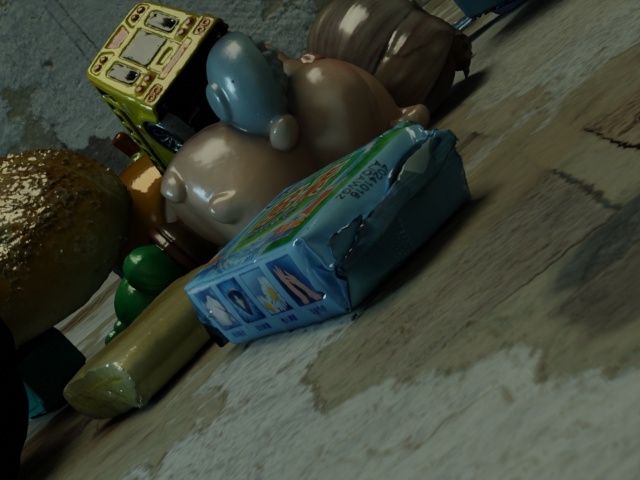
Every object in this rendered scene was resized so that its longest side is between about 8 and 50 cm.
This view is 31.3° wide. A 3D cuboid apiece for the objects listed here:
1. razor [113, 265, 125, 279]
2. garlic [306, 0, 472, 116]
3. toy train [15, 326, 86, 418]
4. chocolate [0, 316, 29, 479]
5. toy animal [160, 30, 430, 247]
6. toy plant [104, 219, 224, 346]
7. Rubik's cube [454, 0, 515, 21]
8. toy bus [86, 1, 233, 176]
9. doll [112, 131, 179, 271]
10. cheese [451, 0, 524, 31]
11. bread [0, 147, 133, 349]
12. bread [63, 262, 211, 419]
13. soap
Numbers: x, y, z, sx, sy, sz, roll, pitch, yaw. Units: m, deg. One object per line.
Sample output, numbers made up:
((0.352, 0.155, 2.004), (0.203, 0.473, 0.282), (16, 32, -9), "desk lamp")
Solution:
((-0.182, -0.050, 1.792), (0.349, 0.113, 0.204), (-42, 7, -12), "razor")
((0.083, -0.186, 1.378), (0.207, 0.207, 0.256), (-48, -23, -44), "garlic")
((-0.397, 0.159, 1.510), (0.107, 0.154, 0.198), (-49, 11, -30), "toy train")
((-0.478, 0.164, 1.146), (0.331, 0.383, 0.383), (-41, 9, 0), "chocolate")
((-0.035, -0.082, 1.146), (0.210, 0.230, 0.221), (23, 100, 41), "toy animal")
((-0.168, 0.042, 1.268), (0.200, 0.105, 0.143), (-46, -21, -17), "toy plant")
((0.248, -0.504, 1.483), (0.387, 0.358, 0.368), (-18, 65, 44), "Rubik's cube")
((-0.131, -0.127, 1.333), (0.145, 0.151, 0.331), (-58, -28, -17), "toy bus")
((-0.208, -0.058, 1.526), (0.213, 0.236, 0.213), (-36, 3, 2), "doll")
((0.272, -0.368, 1.685), (0.245, 0.052, 0.135), (-35, 10, 28), "cheese")
((-0.377, 0.000, 1.391), (0.306, 0.158, 0.305), (-24, 34, 18), "bread")
((-0.158, 0.098, 1.124), (0.139, 0.060, 0.178), (-27, 15, 50), "bread")
((0.000, 0.000, 0.901), (0.156, 0.077, 0.293), (-45, 10, -28), "soap")
